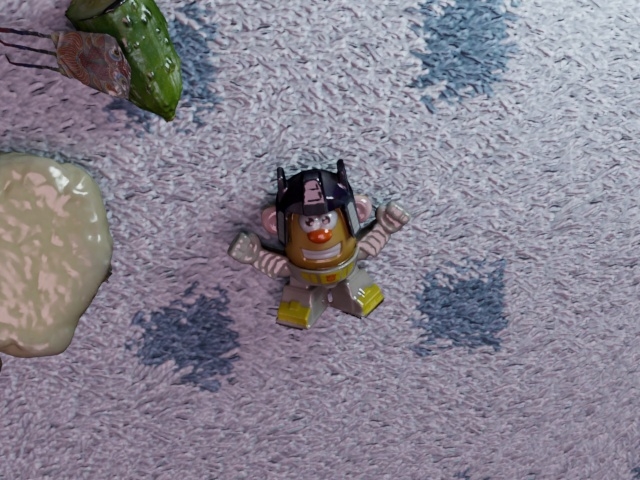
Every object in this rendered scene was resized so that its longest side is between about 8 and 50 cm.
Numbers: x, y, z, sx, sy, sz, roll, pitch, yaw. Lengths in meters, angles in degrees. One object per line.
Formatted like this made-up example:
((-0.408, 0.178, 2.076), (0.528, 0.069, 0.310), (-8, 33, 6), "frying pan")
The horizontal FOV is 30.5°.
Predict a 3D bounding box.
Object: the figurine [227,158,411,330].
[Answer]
((-0.004, 0.000, 1.954), (0.309, 0.143, 0.308), (-13, 117, -27), "figurine")

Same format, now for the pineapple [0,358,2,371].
((-0.650, 0.178, 1.869), (0.271, 0.262, 0.262), (-48, 117, -12), "pineapple")

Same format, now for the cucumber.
((-0.277, -0.276, 1.782), (0.134, 0.134, 0.244), (-27, 126, 0), "cucumber")

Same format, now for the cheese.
((-0.469, 0.024, 1.818), (0.318, 0.115, 0.326), (-25, 104, -20), "cheese")

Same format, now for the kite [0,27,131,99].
((-0.384, -0.270, 1.740), (0.229, 0.016, 0.127), (12, 139, 18), "kite")
